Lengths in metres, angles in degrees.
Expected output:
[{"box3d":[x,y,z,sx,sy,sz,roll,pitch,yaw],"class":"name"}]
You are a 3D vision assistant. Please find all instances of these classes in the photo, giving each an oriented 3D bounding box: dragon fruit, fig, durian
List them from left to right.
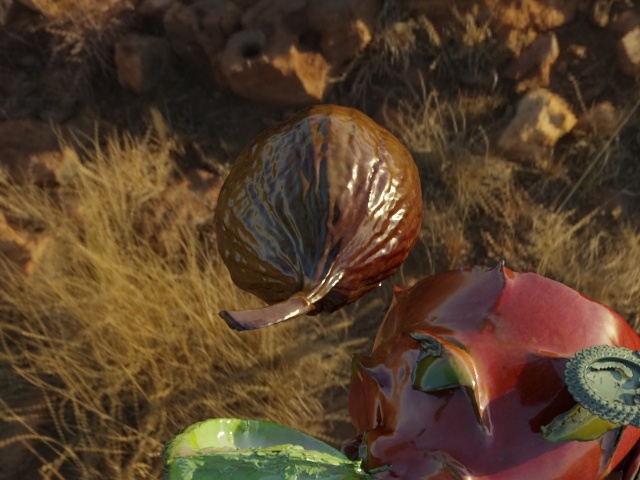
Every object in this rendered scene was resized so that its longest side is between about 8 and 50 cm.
[{"box3d":[-0.041,0.194,0.885,0.215,0.100,0.086,10,78,-27],"class":"durian"},{"box3d":[0.000,0.000,0.667,0.134,0.201,0.146,24,110,-10],"class":"fig"},{"box3d":[0.155,0.189,0.998,0.305,0.305,0.225,16,51,12],"class":"dragon fruit"}]

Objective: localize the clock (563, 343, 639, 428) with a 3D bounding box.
[{"box3d":[0.226,0.109,0.802,0.083,0.010,0.074,11,48,6],"class":"clock"}]
